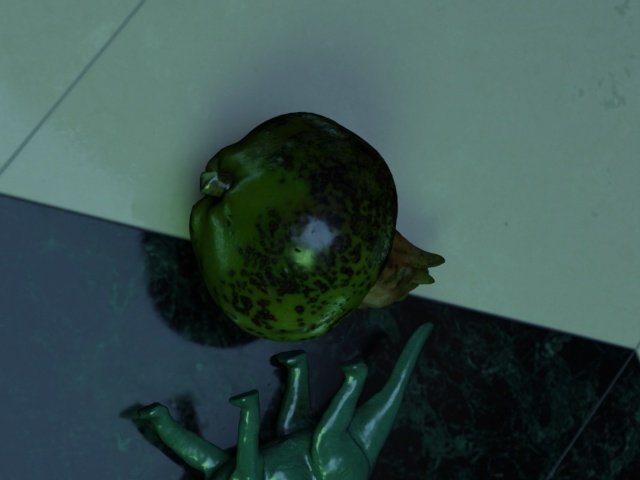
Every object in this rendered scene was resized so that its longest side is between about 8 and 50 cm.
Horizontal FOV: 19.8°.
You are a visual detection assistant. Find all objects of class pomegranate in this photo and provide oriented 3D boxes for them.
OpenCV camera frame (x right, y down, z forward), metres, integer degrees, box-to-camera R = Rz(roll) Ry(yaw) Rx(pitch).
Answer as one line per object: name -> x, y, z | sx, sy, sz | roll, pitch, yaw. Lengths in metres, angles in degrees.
pomegranate -> -0.010, -0.007, 1.850 | 0.204, 0.276, 0.222 | 32, 95, 23

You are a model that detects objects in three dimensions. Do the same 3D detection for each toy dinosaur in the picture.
toy dinosaur -> -0.020, 0.290, 1.862 | 0.383, 0.129, 0.331 | -16, 102, -22
